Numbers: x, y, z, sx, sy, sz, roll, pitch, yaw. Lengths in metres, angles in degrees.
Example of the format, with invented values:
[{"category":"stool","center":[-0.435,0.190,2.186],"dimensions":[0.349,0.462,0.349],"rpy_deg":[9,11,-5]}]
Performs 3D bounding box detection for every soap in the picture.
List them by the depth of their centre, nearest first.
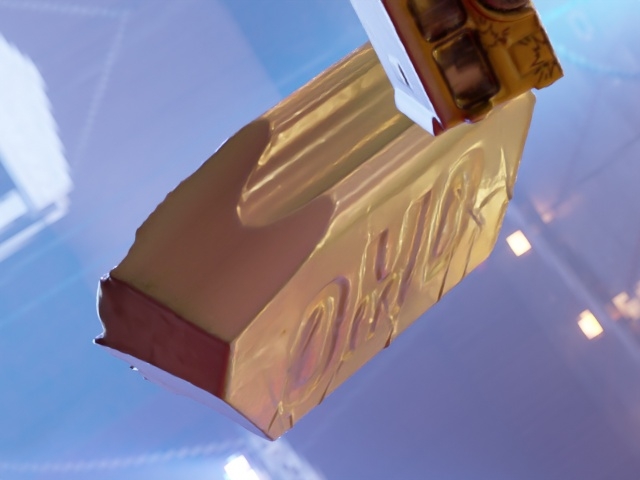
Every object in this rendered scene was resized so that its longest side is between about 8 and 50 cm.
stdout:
[{"category":"soap","center":[0.000,0.000,1.287],"dimensions":[0.115,0.347,0.208],"rpy_deg":[32,-44,23]}]

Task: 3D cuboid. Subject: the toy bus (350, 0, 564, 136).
[{"category":"toy bus","center":[0.027,-0.156,0.768],"dimensions":[0.226,0.074,0.081],"rpy_deg":[62,-7,-25]}]
